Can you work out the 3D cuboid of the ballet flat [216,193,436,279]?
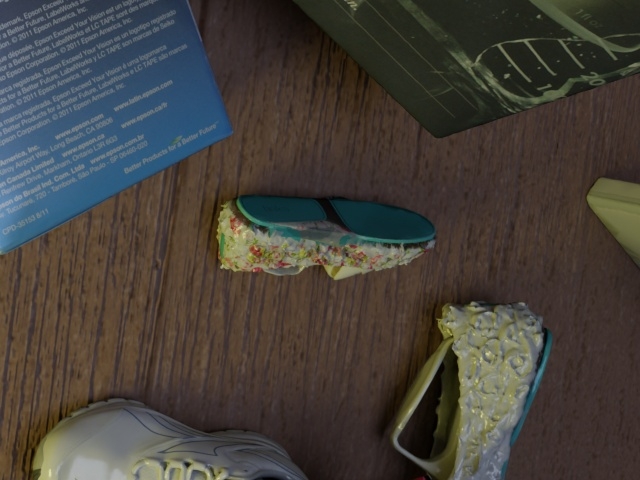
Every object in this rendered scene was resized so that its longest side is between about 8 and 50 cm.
[{"bbox_3d":[0.000,0.000,1.658,0.241,0.091,0.077,6,125,-30],"label":"ballet flat"}]

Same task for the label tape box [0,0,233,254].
[{"bbox_3d":[-0.250,-0.198,1.426,0.249,0.115,0.348,-30,111,-27],"label":"label tape box"}]

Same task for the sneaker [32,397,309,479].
[{"bbox_3d":[-0.123,0.218,1.571,0.297,0.129,0.111,9,94,-34],"label":"sneaker"}]

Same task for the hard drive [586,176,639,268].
[{"bbox_3d":[0.447,0.025,1.811,0.203,0.307,0.040,47,73,-30],"label":"hard drive"}]

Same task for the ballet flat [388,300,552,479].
[{"bbox_3d":[0.124,0.252,1.760,0.147,0.147,0.409,20,83,-35],"label":"ballet flat"}]

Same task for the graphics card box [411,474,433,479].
[{"bbox_3d":[-0.064,0.361,1.579,0.371,0.233,0.094,-16,64,-31],"label":"graphics card box"}]

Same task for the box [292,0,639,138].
[{"bbox_3d":[0.161,-0.381,1.407,0.480,0.471,0.297,40,50,-32],"label":"box"}]
